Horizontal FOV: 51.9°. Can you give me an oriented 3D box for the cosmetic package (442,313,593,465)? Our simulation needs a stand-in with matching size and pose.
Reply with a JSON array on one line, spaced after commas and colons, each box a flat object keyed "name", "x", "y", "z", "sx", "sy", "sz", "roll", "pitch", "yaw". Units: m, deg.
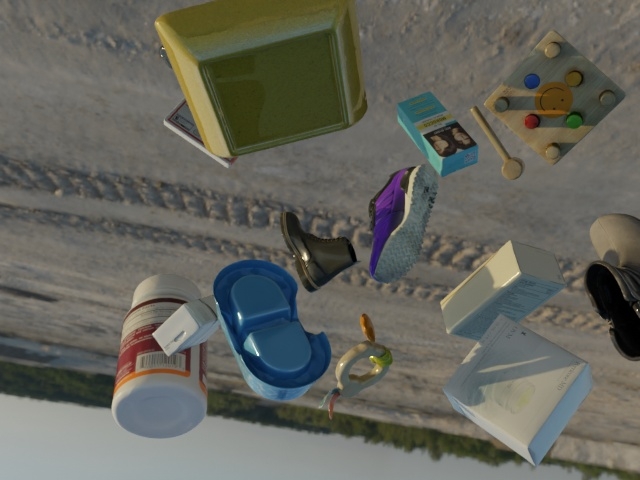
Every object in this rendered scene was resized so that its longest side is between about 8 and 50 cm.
[{"name": "cosmetic package", "x": 0.433, "y": 0.322, "z": 1.443, "sx": 0.225, "sy": 0.224, "sz": 0.138, "roll": 31, "pitch": 164, "yaw": 38}]

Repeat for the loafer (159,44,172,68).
[{"name": "loafer", "x": -0.294, "y": -0.384, "z": 1.502, "sx": 0.062, "sy": 0.061, "sz": 0.170, "roll": 17, "pitch": 146, "yaw": 44}]

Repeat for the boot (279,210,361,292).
[{"name": "boot", "x": 0.000, "y": 0.000, "z": 1.465, "sx": 0.137, "sy": 0.197, "sz": 0.077, "roll": -30, "pitch": 163, "yaw": 19}]

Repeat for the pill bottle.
[{"name": "pill bottle", "x": -0.403, "y": 0.283, "z": 1.693, "sx": 0.224, "sy": 0.392, "sz": 0.224, "roll": -5, "pitch": 129, "yaw": -6}]

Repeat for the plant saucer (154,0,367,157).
[{"name": "plant saucer", "x": -0.080, "y": -0.277, "z": 1.167, "sx": 0.333, "sy": 0.081, "sz": 0.332, "roll": -14, "pitch": 146, "yaw": 0}]

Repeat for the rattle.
[{"name": "rattle", "x": 0.054, "y": 0.277, "z": 1.465, "sx": 0.130, "sy": 0.199, "sz": 0.142, "roll": 13, "pitch": -149, "yaw": -50}]

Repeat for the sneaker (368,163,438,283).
[{"name": "sneaker", "x": 0.163, "y": -0.038, "z": 1.518, "sx": 0.146, "sy": 0.293, "sz": 0.102, "roll": 6, "pitch": 157, "yaw": 49}]

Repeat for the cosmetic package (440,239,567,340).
[{"name": "cosmetic package", "x": 0.479, "y": 0.145, "z": 1.760, "sx": 0.160, "sy": 0.113, "sz": 0.309, "roll": 16, "pitch": 136, "yaw": -24}]

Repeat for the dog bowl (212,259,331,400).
[{"name": "dog bowl", "x": -0.098, "y": 0.167, "z": 1.227, "sx": 0.166, "sy": 0.297, "sz": 0.074, "roll": -12, "pitch": 142, "yaw": -26}]

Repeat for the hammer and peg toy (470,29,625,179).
[{"name": "hammer and peg toy", "x": 0.566, "y": -0.334, "z": 1.732, "sx": 0.266, "sy": 0.361, "sz": 0.127, "roll": 43, "pitch": -151, "yaw": 2}]

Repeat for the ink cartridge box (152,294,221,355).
[{"name": "ink cartridge box", "x": -0.267, "y": 0.176, "z": 1.396, "sx": 0.109, "sy": 0.063, "sz": 0.150, "roll": -43, "pitch": 170, "yaw": 17}]

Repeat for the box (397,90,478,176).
[{"name": "box", "x": 0.286, "y": -0.268, "z": 1.633, "sx": 0.101, "sy": 0.244, "sz": 0.060, "roll": -22, "pitch": 140, "yaw": -8}]

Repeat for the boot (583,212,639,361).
[{"name": "boot", "x": 0.541, "y": 0.060, "z": 1.161, "sx": 0.223, "sy": 0.338, "sz": 0.118, "roll": 14, "pitch": 130, "yaw": -33}]

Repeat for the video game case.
[{"name": "video game case", "x": -0.237, "y": -0.345, "z": 1.705, "sx": 0.204, "sy": 0.285, "sz": 0.025, "roll": 35, "pitch": 156, "yaw": 2}]
